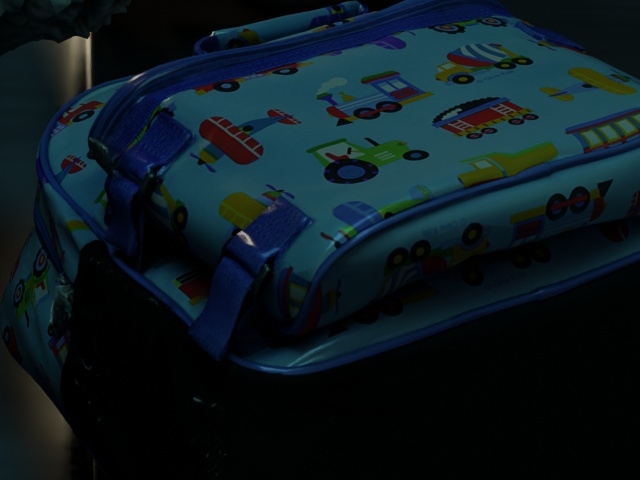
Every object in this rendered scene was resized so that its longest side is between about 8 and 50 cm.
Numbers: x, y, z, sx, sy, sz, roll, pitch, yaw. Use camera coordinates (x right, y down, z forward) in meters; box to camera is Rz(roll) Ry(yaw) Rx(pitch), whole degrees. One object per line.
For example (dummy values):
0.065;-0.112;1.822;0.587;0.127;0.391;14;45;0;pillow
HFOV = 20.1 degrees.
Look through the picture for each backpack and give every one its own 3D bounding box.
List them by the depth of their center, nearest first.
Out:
0.000;0.000;0.460;0.158;0.117;0.173;-15;33;-27;backpack

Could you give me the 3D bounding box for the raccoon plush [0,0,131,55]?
-0.214;0.025;0.410;0.216;0.446;0.299;-1;-22;41;raccoon plush
